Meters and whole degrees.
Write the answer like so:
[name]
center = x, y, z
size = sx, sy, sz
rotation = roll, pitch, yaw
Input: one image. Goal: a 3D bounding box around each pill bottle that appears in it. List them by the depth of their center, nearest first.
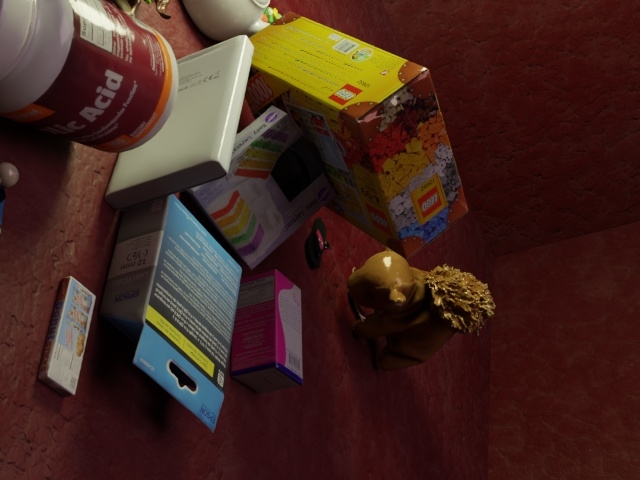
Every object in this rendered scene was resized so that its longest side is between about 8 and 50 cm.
[pill bottle]
center = -0.403, -0.277, 1.404
size = 0.392, 0.224, 0.224
rotation = 17, 60, -64

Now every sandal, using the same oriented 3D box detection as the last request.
[sandal]
center = 0.000, 0.000, 2.429
size = 0.067, 0.040, 0.179
rotation = 60, 26, -32

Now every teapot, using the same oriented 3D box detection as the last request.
[teapot]
center = -0.198, -0.592, 2.154
size = 0.256, 0.187, 0.253
rotation = 35, 44, -56

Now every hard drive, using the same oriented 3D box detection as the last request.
[hard drive]
center = -0.249, -0.220, 1.720
size = 0.047, 0.233, 0.353
rotation = 55, 29, -39

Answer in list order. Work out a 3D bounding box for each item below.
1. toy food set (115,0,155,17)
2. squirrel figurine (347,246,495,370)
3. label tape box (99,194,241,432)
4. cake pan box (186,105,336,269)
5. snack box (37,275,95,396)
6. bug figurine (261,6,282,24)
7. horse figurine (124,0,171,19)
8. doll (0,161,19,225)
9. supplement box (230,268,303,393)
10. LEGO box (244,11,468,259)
[toy food set]
center = -0.352, -0.538, 1.874
size = 0.132, 0.038, 0.192
rotation = 55, 46, -37
[squirrel figurine]
center = 0.259, 0.139, 2.488
size = 0.370, 0.396, 0.281
rotation = 58, 31, -55
[label tape box]
center = -0.259, 0.129, 1.635
size = 0.249, 0.115, 0.348
rotation = 52, 34, -43
[cake pan box]
center = -0.119, -0.110, 1.967
size = 0.070, 0.267, 0.246
rotation = 36, -17, 48
[snack box]
center = -0.384, 0.144, 1.440
size = 0.064, 0.022, 0.178
rotation = 50, 32, -44
[bug figurine]
center = -0.159, -0.644, 2.434
size = 0.216, 0.072, 0.279
rotation = 18, 59, -64
[horse figurine]
center = -0.365, -0.535, 1.787
size = 0.263, 0.066, 0.174
rotation = 49, 50, -22
[doll]
center = -0.481, -0.058, 1.307
size = 0.129, 0.046, 0.189
rotation = 67, 26, -20
[supplement box]
center = -0.109, 0.187, 1.950
size = 0.111, 0.113, 0.220
rotation = 44, 38, -50
[LEGO box]
center = 0.054, -0.240, 2.055
size = 0.500, 0.193, 0.372
rotation = 35, -24, 47
